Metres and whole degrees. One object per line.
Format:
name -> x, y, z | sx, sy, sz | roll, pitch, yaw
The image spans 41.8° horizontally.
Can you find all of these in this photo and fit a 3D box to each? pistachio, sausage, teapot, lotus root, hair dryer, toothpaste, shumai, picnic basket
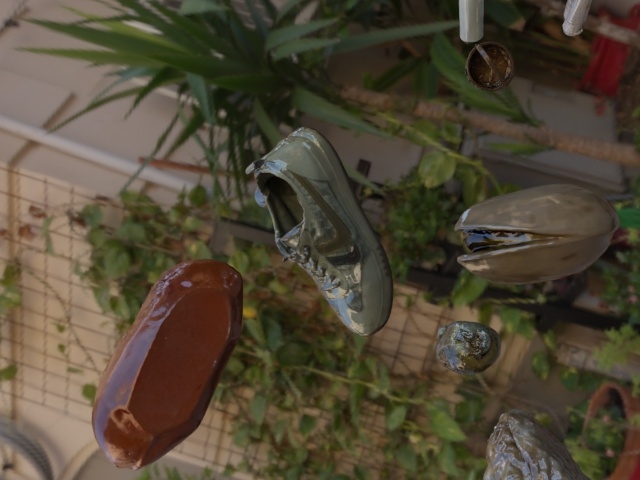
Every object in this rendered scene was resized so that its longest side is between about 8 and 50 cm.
pistachio -> 0.309, -0.009, 1.200 | 0.153, 0.238, 0.138 | 70, -169, -86
sausage -> -0.118, 0.094, 0.659 | 0.089, 0.089, 0.179 | 98, -166, -71
teapot -> -0.050, -0.055, 1.236 | 0.110, 0.043, 0.043 | 26, -101, -56
lotus root -> 0.218, 0.161, 1.270 | 0.165, 0.088, 0.088 | 162, 126, -76
hair dryer -> 0.210, -0.346, 1.116 | 0.236, 0.131, 0.073 | 78, -147, -55
toothpaste -> 0.341, -0.335, 1.075 | 0.190, 0.031, 0.048 | 83, 169, -61
shumai -> 0.338, 0.467, 1.400 | 0.262, 0.314, 0.267 | -38, -12, 8
picnic basket -> 0.226, -0.231, 1.116 | 0.083, 0.072, 0.072 | -59, -15, -76

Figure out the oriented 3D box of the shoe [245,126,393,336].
shoe -> 0.000, 0.000, 1.040 | 0.098, 0.275, 0.103 | -28, 5, -29
